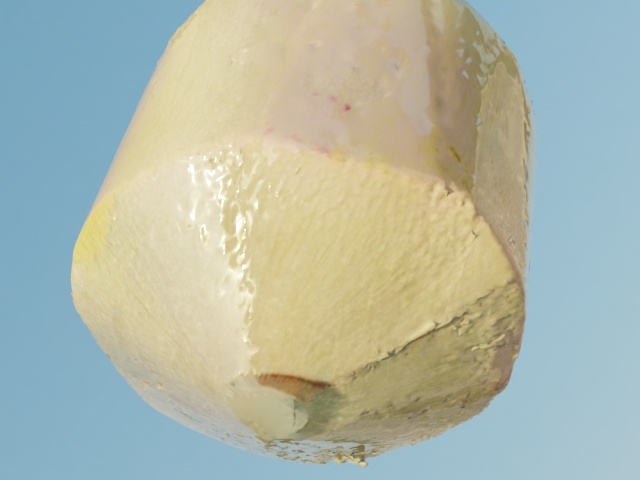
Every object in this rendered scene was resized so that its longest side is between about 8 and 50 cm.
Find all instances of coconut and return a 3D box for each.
[{"bbox_3d":[0.000,0.000,0.601,0.147,0.147,0.153,111,175,-47],"label":"coconut"}]
